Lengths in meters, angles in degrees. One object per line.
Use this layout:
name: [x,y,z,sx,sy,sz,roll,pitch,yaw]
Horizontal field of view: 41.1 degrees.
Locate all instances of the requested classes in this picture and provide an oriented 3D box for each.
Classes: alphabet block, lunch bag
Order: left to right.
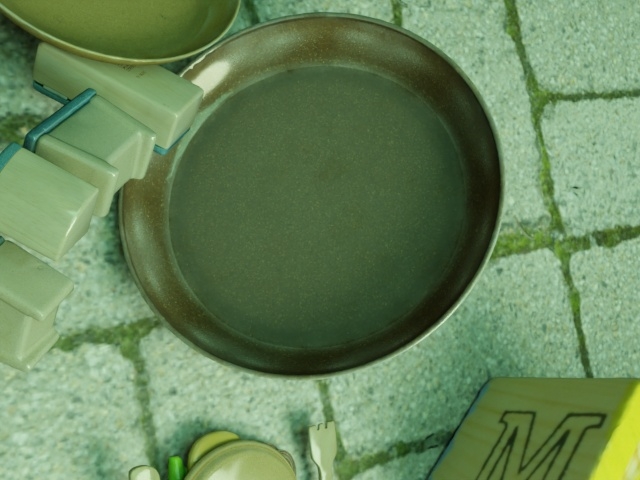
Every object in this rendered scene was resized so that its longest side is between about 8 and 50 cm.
lunch bag: [0.000,0.000,0.753,0.151,0.096,0.128,15,74,-13]
alphabet block: [0.233,0.252,0.779,0.192,0.197,0.193,44,64,-16]

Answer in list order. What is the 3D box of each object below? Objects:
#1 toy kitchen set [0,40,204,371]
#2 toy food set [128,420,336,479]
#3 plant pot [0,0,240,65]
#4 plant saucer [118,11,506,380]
toy kitchen set: [-0.205,-0.037,0.647,0.122,0.166,0.207,28,37,1]
toy food set: [-0.072,0.222,0.709,0.192,0.038,0.132,-4,91,-35]
plant pot: [-0.178,-0.228,0.682,0.236,0.032,0.236,16,53,-22]
plant saucer: [-0.008,-0.039,0.692,0.311,0.050,0.310,-3,72,10]
